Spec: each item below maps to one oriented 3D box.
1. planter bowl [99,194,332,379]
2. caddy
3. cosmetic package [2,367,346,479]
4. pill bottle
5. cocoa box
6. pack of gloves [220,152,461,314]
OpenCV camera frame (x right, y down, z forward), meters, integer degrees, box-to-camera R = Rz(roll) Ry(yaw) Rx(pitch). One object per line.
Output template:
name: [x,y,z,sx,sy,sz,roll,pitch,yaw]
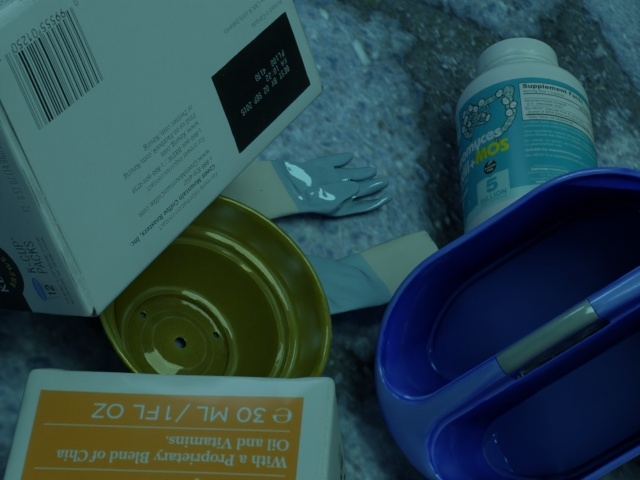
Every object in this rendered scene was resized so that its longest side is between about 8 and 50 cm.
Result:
planter bowl: [-0.106,0.071,1.151,0.217,0.090,0.217,16,54,-23]
caddy: [0.213,0.087,1.187,0.241,0.341,0.179,60,14,14]
cosmetic package: [-0.111,0.317,0.878,0.230,0.161,0.453,0,54,6]
pill bottle: [0.219,-0.087,1.427,0.146,0.146,0.264,16,52,-23]
cocoa box: [-0.201,-0.130,1.080,0.347,0.228,0.231,-49,129,-43]
pack of gloves: [0.000,0.000,1.313,0.232,0.046,0.195,-7,53,-39]
